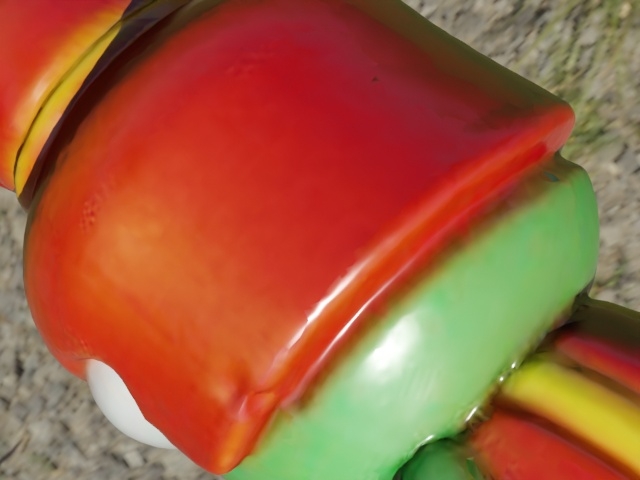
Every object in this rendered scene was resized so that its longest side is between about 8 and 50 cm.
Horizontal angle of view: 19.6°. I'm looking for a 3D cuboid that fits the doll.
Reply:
[{"bbox_3d":[0.000,0.001,0.600,0.363,0.160,0.182,36,35,15],"label":"doll"}]
